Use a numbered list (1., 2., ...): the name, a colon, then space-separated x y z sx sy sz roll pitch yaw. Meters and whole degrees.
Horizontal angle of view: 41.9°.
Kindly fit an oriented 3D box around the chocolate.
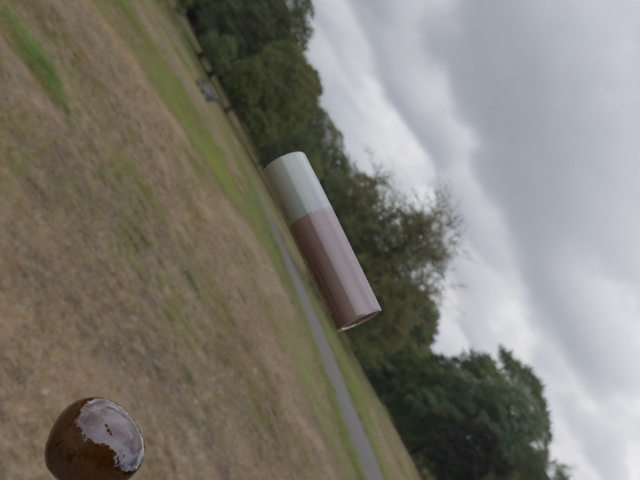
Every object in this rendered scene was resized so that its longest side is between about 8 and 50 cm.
1. chocolate: -0.401 0.372 1.502 0.176 0.177 0.177 61 -1 1

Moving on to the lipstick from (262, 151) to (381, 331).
1. lipstick: 0.000 0.000 1.181 0.070 0.070 0.254 64 0 -77
